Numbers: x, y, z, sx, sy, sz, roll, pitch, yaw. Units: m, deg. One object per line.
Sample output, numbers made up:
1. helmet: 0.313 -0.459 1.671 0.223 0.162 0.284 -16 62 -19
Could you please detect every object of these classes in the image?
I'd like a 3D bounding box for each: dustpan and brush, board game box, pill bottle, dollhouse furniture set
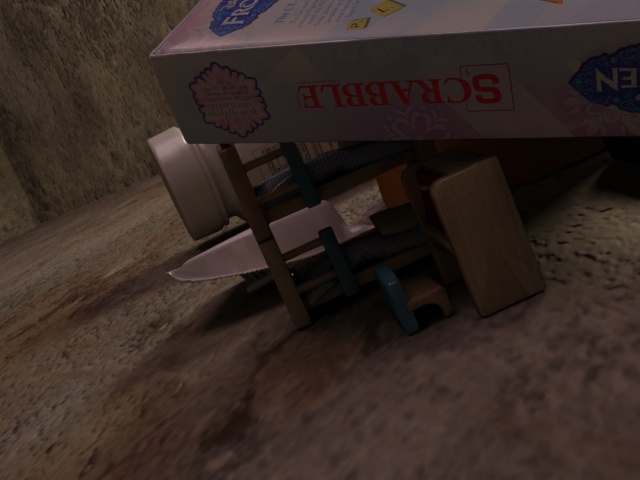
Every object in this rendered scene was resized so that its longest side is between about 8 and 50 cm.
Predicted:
1. dustpan and brush: 0.000 0.000 0.672 0.211 0.060 0.147 -27 -3 17
2. board game box: 0.108 -0.175 0.523 0.318 0.066 0.319 3 42 25
3. pill bottle: -0.055 -0.119 1.041 0.283 0.160 0.160 -25 11 -10
4. dollhouse furniture set: 0.021 -0.022 0.506 0.129 0.129 0.184 -24 11 -2

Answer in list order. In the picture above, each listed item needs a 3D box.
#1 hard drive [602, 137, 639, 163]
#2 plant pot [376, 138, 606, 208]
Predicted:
1. hard drive: 0.268 -0.123 0.497 0.172 0.054 0.254 -52 11 -4
2. plant pot: 0.154 -0.178 0.777 0.291 0.203 0.291 -24 12 5
